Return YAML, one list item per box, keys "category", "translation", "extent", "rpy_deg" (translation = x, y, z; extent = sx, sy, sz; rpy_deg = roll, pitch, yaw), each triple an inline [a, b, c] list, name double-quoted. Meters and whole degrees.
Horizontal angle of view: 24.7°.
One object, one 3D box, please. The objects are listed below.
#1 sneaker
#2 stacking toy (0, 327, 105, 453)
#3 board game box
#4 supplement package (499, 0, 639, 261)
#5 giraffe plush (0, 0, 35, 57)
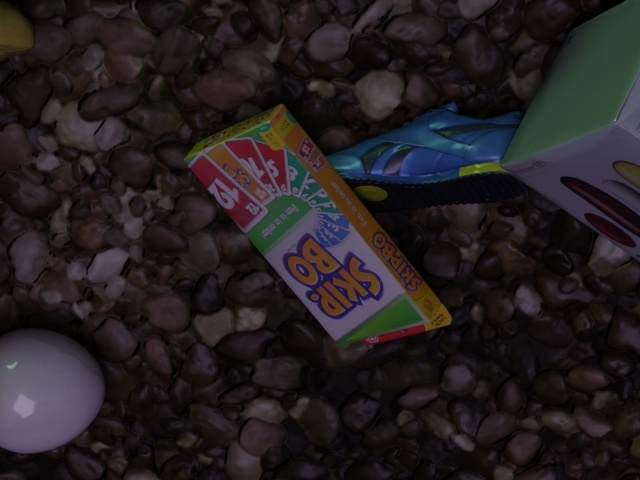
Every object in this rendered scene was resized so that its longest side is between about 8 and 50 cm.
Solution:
- category: "sneaker"
  translation: [0.085, -0.075, 1.296]
  extent: [0.209, 0.082, 0.069]
  rpy_deg: [-4, 156, 20]
- category: "stacking toy"
  translation: [-0.437, 0.135, 1.328]
  extent: [0.479, 0.350, 0.351]
  rpy_deg: [-3, 117, -17]
- category: "board game box"
  translation: [0.000, 0.000, 1.313]
  extent: [0.124, 0.039, 0.259]
  rpy_deg: [-19, 120, 46]
- category: "supplement package"
  translation: [0.295, -0.080, 1.180]
  extent: [0.203, 0.194, 0.149]
  rpy_deg: [33, 74, -12]
- category: "giraffe plush"
  translation: [-0.340, -0.238, 1.188]
  extent: [0.181, 0.210, 0.171]
  rpy_deg: [-5, 86, 9]
